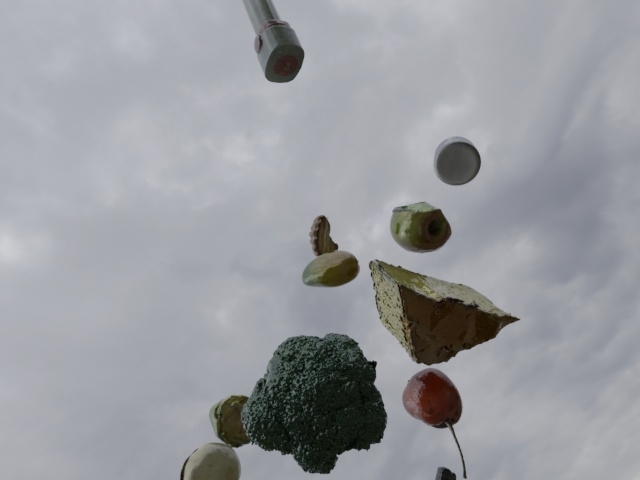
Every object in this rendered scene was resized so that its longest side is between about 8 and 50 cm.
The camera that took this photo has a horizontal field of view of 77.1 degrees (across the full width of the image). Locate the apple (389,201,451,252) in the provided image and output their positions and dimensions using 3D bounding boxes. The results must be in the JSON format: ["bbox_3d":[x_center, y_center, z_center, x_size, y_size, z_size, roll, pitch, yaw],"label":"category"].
[{"bbox_3d":[0.335,-0.040,1.367,0.207,0.188,0.173,37,-83,-11],"label":"apple"}]

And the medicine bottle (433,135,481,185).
[{"bbox_3d":[0.341,-0.205,1.011,0.107,0.191,0.106,5,-70,15],"label":"medicine bottle"}]

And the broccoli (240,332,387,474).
[{"bbox_3d":[-0.018,0.322,0.792,0.269,0.254,0.269,-8,-35,-6],"label":"broccoli"}]

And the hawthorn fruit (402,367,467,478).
[{"bbox_3d":[0.344,0.497,1.120,0.165,0.285,0.165,-10,-54,-14],"label":"hawthorn fruit"}]

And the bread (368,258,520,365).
[{"bbox_3d":[0.316,0.143,1.081,0.316,0.248,0.278,-27,-69,-9],"label":"bread"}]

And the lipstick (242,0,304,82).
[{"bbox_3d":[-0.082,-0.318,0.579,0.057,0.186,0.063,-9,-25,-28],"label":"lipstick"}]

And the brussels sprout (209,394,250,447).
[{"bbox_3d":[-0.265,0.551,1.240,0.149,0.122,0.151,-5,-101,-32],"label":"brussels sprout"}]

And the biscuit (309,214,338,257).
[{"bbox_3d":[0.000,0.000,1.463,0.118,0.061,0.183,-49,-44,-39],"label":"biscuit"}]

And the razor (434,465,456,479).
[{"bbox_3d":[0.411,0.852,1.361,0.090,0.054,0.148,44,-117,-27],"label":"razor"}]

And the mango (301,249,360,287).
[{"bbox_3d":[0.029,0.093,1.253,0.195,0.130,0.092,-23,-49,19],"label":"mango"}]

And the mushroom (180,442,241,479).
[{"bbox_3d":[-0.280,0.599,1.025,0.154,0.154,0.122,24,-45,-35],"label":"mushroom"}]
